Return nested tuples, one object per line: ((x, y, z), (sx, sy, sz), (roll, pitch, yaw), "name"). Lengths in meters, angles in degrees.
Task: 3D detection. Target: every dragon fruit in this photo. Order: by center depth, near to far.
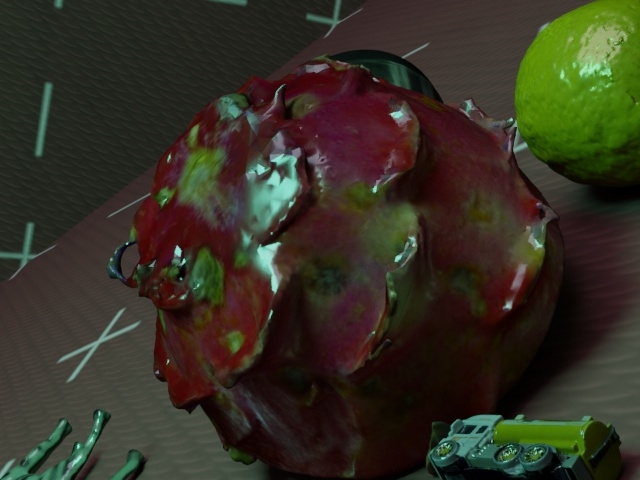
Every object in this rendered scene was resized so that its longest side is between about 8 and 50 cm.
((0.000, 0.000, 0.861), (0.371, 0.249, 0.386), (-39, 40, 3), "dragon fruit")

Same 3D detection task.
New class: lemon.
((0.273, -0.133, 0.955), (0.180, 0.180, 0.193), (-52, 1, -42), "lemon")

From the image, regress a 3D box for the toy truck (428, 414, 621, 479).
((0.135, 0.145, 0.688), (0.123, 0.052, 0.063), (-10, 26, 50), "toy truck")

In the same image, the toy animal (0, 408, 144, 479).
((-0.303, 0.268, 1.120), (0.255, 0.090, 0.170), (-26, 24, 33), "toy animal")

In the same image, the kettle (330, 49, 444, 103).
((0.040, -0.070, 1.140), (0.271, 0.250, 0.207), (-101, 30, -56), "kettle")
